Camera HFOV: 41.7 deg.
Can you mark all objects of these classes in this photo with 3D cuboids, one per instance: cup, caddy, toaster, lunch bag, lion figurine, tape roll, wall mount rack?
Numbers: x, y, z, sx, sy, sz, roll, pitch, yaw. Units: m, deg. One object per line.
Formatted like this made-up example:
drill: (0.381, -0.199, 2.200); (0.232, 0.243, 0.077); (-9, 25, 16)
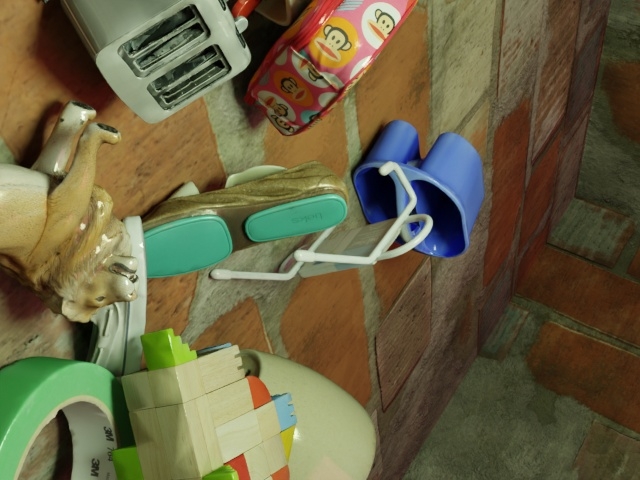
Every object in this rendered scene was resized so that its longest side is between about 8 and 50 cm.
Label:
cup: (-0.104, 0.325, 1.443); (0.331, 0.331, 0.237); (-52, 124, -28)
caddy: (0.201, -0.086, 1.731); (0.179, 0.241, 0.341); (-63, 155, -22)
toaster: (-0.183, -0.236, 0.931); (0.185, 0.110, 0.168); (-31, 156, -1)
lunch bag: (0.028, -0.294, 1.198); (0.258, 0.120, 0.293); (-54, -168, -24)
lion figurine: (-0.341, -0.033, 0.866); (0.392, 0.142, 0.240); (10, 110, -50)
tape roll: (-0.347, 0.310, 1.057); (0.321, 0.077, 0.322); (5, 90, -72)
wall mount rack: (0.000, 0.000, 1.410); (0.130, 0.350, 0.304); (57, 48, -18)

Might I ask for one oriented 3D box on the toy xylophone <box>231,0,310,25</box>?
toy xylophone: (-0.017, -0.408, 1.071); (0.236, 0.081, 0.323); (-49, 172, -19)

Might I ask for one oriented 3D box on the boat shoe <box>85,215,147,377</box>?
boat shoe: (-0.273, 0.083, 1.101); (0.084, 0.095, 0.258); (1, 121, -16)

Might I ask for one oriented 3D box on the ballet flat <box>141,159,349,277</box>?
ballet flat: (-0.131, -0.044, 1.198); (0.342, 0.124, 0.116); (-17, 137, -6)

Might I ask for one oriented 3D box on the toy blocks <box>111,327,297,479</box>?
toy blocks: (-0.129, 0.295, 1.192); (0.261, 0.190, 0.382); (-12, 87, -61)
